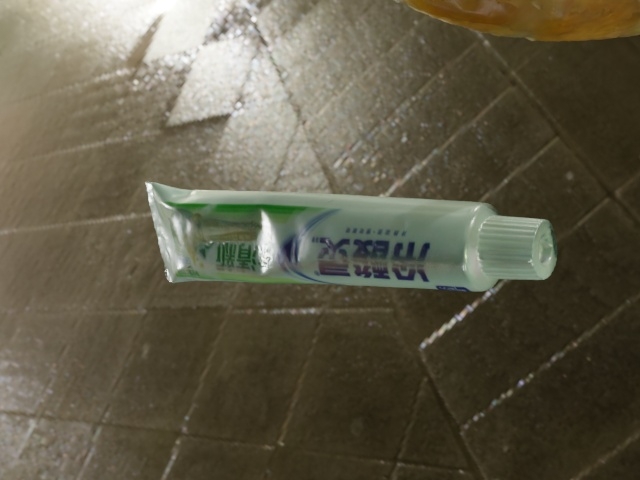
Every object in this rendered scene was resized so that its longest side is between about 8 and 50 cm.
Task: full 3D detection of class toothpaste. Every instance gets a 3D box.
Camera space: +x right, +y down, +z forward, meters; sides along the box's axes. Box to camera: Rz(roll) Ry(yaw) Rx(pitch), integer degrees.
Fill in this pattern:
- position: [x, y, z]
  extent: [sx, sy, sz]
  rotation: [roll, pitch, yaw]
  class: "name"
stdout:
- position: [0.000, 0.000, 0.604]
  extent: [0.297, 0.075, 0.048]
  rotation: [2, 21, 37]
  class: "toothpaste"

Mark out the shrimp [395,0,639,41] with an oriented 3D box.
- position: [0.204, -0.225, 0.449]
  extent: [0.085, 0.445, 0.272]
  rotation: [-109, 20, -60]
  class: "shrimp"
